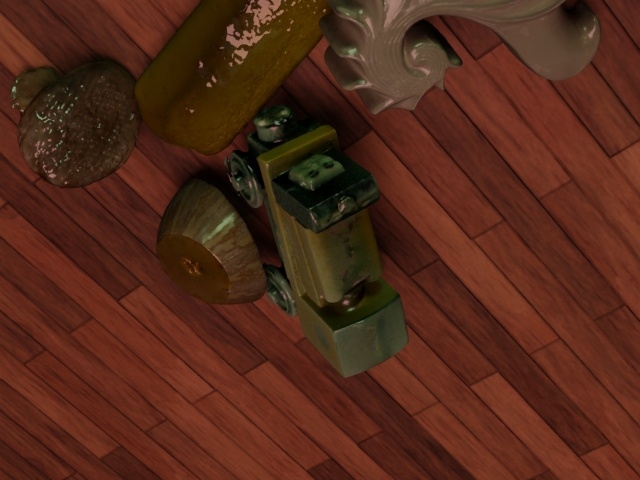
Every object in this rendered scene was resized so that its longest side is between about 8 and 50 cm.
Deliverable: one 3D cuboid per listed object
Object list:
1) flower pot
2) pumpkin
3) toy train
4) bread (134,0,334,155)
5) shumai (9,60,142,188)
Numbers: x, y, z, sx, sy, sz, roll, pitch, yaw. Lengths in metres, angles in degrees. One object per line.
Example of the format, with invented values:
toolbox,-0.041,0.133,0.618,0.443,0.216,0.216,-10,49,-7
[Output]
flower pot,0.183,-0.315,1.453,0.367,0.164,0.254,-11,127,-9
pumpkin,-0.182,0.021,1.726,0.217,0.110,0.217,29,136,33
toy train,0.000,0.000,1.648,0.160,0.253,0.397,-26,126,-17
bread,-0.114,-0.267,1.575,0.166,0.112,0.383,35,121,-17
shumai,-0.371,-0.173,1.661,0.153,0.209,0.161,9,150,41
